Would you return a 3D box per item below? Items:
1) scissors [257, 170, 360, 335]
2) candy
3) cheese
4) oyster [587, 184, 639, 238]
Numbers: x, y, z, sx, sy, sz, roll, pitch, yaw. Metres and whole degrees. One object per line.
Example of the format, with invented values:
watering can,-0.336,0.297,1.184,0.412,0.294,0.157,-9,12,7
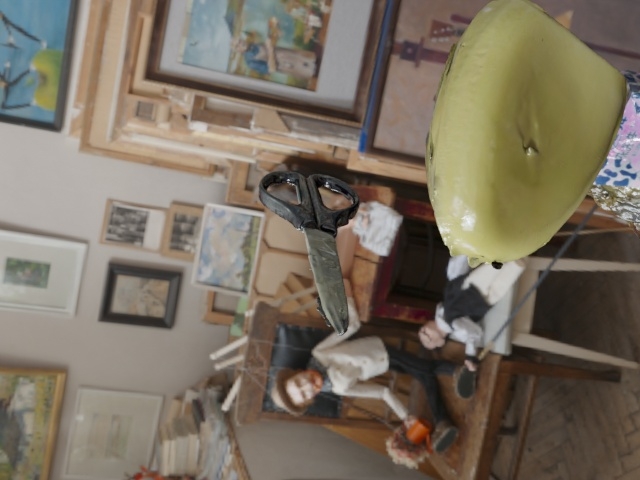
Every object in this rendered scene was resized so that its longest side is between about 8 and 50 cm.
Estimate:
scissors,0.000,0.000,0.634,0.300,0.109,0.022,-104,22,-60
candy,0.433,-0.149,0.947,0.160,0.092,0.073,99,-179,-48
cheese,0.238,-0.116,0.841,0.315,0.260,0.128,-63,20,-3
oyster,0.538,-0.061,1.139,0.107,0.233,0.161,-66,14,-3
